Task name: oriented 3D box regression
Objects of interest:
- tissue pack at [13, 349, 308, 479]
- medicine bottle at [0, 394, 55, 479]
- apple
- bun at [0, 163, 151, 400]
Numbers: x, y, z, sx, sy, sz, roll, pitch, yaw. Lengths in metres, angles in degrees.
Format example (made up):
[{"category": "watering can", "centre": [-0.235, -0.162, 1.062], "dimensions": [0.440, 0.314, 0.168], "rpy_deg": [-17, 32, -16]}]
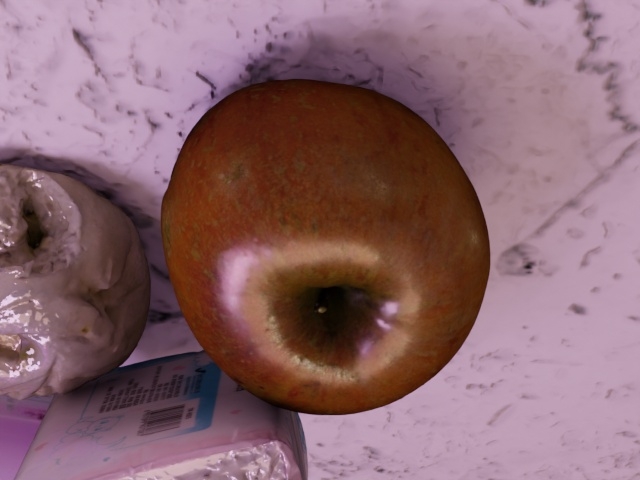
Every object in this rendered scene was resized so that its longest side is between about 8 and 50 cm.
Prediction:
[{"category": "tissue pack", "centre": [-0.108, 0.169, 1.119], "dimensions": [0.201, 0.271, 0.124], "rpy_deg": [-16, 100, 2]}, {"category": "medicine bottle", "centre": [-0.262, 0.199, 1.315], "dimensions": [0.254, 0.152, 0.152], "rpy_deg": [12, 140, -13]}, {"category": "apple", "centre": [0.000, 0.000, 1.046], "dimensions": [0.237, 0.207, 0.237], "rpy_deg": [-4, 124, -5]}, {"category": "bun", "centre": [-0.218, 0.039, 1.132], "dimensions": [0.178, 0.128, 0.193], "rpy_deg": [3, 140, -1]}]
